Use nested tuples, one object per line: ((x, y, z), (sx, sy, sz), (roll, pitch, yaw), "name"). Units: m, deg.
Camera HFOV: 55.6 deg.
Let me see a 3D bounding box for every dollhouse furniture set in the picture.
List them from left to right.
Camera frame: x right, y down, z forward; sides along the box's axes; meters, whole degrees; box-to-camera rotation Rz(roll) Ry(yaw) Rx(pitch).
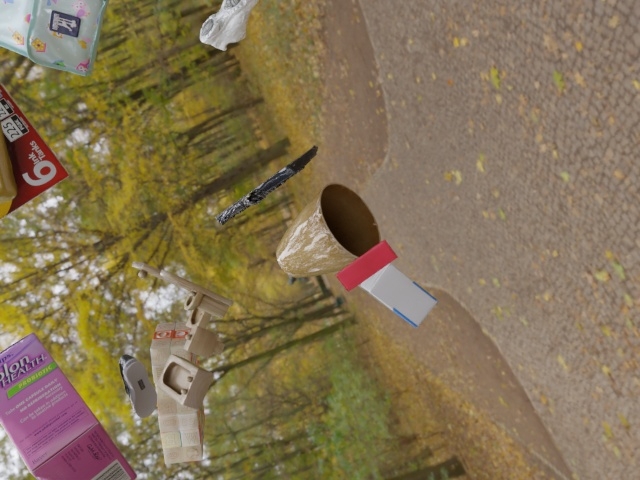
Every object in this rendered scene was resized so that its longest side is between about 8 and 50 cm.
((-0.211, 0.123, 0.823), (0.123, 0.151, 0.144), (29, 166, -28), "dollhouse furniture set")

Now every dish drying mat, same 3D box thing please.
((0.062, 0.034, 0.824), (0.032, 0.083, 0.008), (53, -175, -12), "dish drying mat")

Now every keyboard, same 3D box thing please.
((-0.141, -0.103, 1.350), (0.033, 0.201, 0.317), (54, 139, -7), "keyboard")

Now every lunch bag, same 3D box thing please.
((-0.608, -0.517, 1.363), (0.262, 0.223, 0.160), (27, -155, 8), "lunch bag")

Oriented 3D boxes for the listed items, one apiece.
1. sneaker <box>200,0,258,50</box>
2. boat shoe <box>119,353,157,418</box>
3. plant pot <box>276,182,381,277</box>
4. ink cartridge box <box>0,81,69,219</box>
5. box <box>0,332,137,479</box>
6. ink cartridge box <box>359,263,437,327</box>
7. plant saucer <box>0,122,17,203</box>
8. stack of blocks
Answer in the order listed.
((-0.254, -0.663, 1.824), (0.115, 0.232, 0.090), (21, -133, -46), "sneaker")
((-0.340, 0.270, 1.130), (0.040, 0.049, 0.142), (27, 132, 39), "boat shoe")
((0.000, 0.000, 1.716), (0.237, 0.254, 0.237), (28, -135, -33), "plant pot")
((-0.710, -0.183, 1.204), (0.309, 0.272, 0.130), (57, 166, -19), "ink cartridge box")
((-0.453, 0.320, 1.042), (0.243, 0.117, 0.214), (35, 149, 32), "box")
((0.169, 0.115, 1.458), (0.148, 0.086, 0.203), (37, 177, -11), "ink cartridge box")
((-0.608, -0.141, 0.870), (0.081, 0.333, 0.333), (25, 128, 30), "plant saucer")
((-0.331, 0.344, 1.427), (0.171, 0.087, 0.297), (-116, 23, -71), "stack of blocks")
